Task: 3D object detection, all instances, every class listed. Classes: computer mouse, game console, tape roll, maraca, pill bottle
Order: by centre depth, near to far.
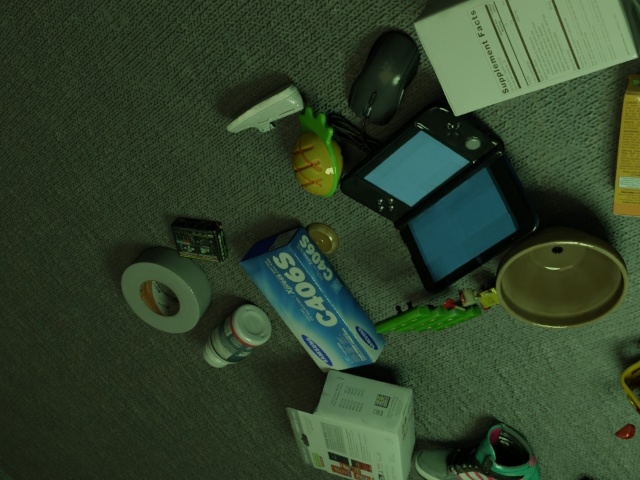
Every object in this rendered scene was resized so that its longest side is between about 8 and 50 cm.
[{"bbox_3d":[0.130,-0.244,1.509,0.184,0.060,0.262,34,131,0],"label":"computer mouse"},{"bbox_3d":[0.211,-0.071,1.511,0.250,0.173,0.293,28,134,-26],"label":"game console"},{"bbox_3d":[-0.006,-0.172,1.598,0.127,0.099,0.185,31,135,42],"label":"maraca"},{"bbox_3d":[-0.211,0.241,1.994,0.108,0.108,0.180,43,131,-8],"label":"pill bottle"},{"bbox_3d":[-0.382,0.125,2.015,0.219,0.072,0.219,13,127,18],"label":"tape roll"}]

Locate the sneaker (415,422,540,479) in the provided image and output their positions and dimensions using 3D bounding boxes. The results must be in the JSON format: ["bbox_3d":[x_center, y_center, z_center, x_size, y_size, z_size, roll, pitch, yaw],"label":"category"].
[{"bbox_3d":[0.368,0.505,1.894,0.295,0.124,0.178,5,131,13],"label":"sneaker"}]

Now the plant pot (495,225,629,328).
[{"bbox_3d":[0.449,0.051,1.521,0.237,0.109,0.237,6,136,6],"label":"plant pot"}]

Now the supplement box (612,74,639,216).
[{"bbox_3d":[0.542,-0.157,1.364,0.080,0.078,0.233,5,126,22],"label":"supplement box"}]

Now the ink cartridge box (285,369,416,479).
[{"bbox_3d":[0.081,0.454,1.949,0.272,0.130,0.309,11,142,17],"label":"ink cartridge box"}]

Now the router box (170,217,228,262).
[{"bbox_3d":[-0.283,-0.001,1.898,0.122,0.038,0.092,8,126,21],"label":"router box"}]

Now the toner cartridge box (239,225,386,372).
[{"bbox_3d":[-0.016,0.141,1.839,0.165,0.075,0.348,-19,114,42],"label":"toner cartridge box"}]

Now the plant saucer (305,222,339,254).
[{"bbox_3d":[0.000,0.000,1.778,0.083,0.015,0.083,13,128,17],"label":"plant saucer"}]

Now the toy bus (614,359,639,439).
[{"bbox_3d":[0.665,0.306,1.622,0.104,0.191,0.202,60,143,36],"label":"toy bus"}]

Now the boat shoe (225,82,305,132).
[{"bbox_3d":[-0.110,-0.250,1.624,0.184,0.066,0.063,-26,109,26],"label":"boat shoe"}]

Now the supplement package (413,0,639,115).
[{"bbox_3d":[0.327,-0.344,1.264,0.293,0.177,0.175,-14,117,33],"label":"supplement package"}]

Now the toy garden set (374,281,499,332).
[{"bbox_3d":[0.255,0.130,1.639,0.204,0.244,0.049,-28,69,35],"label":"toy garden set"}]
